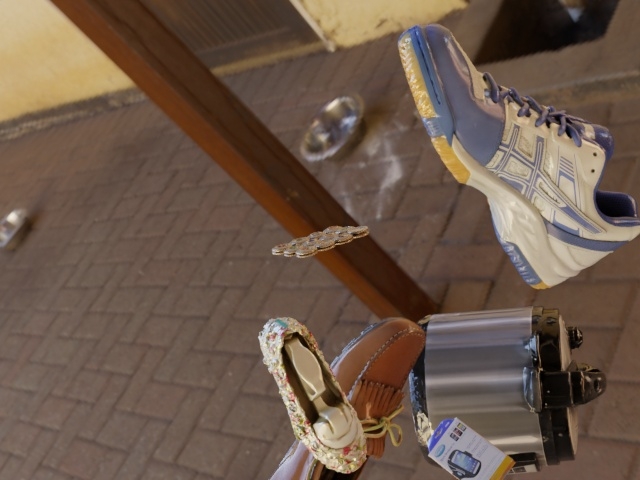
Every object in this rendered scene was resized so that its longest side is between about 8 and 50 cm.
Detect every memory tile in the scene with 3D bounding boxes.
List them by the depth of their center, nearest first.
[{"bbox_3d":[0.000,0.000,1.492,0.148,0.012,0.113,-20,14,-32],"label":"memory tile"}]

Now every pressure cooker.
[{"bbox_3d":[0.433,0.332,1.994,0.420,0.376,0.370,-7,36,16],"label":"pressure cooker"}]

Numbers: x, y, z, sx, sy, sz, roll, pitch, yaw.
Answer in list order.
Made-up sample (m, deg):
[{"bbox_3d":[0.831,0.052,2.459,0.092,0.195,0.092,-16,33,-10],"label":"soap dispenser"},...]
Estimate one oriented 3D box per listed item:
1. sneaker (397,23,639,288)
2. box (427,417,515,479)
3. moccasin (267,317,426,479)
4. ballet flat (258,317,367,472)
[{"bbox_3d":[0.182,-0.090,0.776,0.131,0.296,0.112,-28,34,22],"label":"sneaker"},{"bbox_3d":[0.245,0.359,1.458,0.136,0.028,0.081,34,83,36],"label":"box"},{"bbox_3d":[0.047,0.289,1.313,0.147,0.139,0.380,34,89,45],"label":"moccasin"},{"bbox_3d":[-0.006,0.210,1.161,0.091,0.241,0.077,-34,7,-20],"label":"ballet flat"}]
